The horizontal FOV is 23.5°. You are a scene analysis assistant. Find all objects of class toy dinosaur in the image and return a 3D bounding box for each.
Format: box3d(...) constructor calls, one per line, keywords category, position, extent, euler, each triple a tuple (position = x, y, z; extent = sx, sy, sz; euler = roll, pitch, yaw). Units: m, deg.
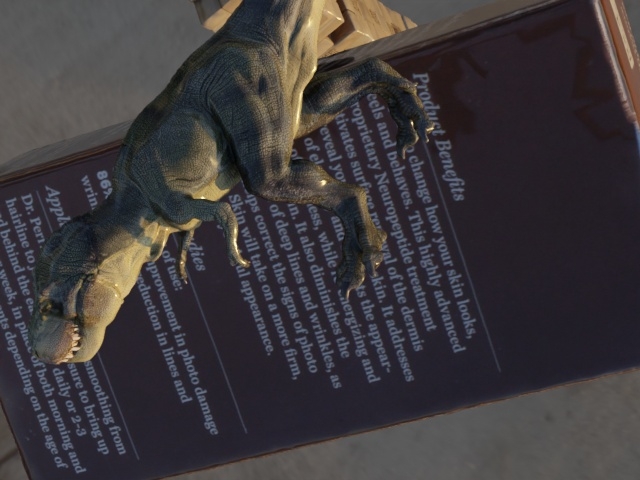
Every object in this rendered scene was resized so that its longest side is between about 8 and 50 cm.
box3d(category="toy dinosaur", position=(-0.015, -0.050, 0.640), extent=(0.118, 0.064, 0.268), euler=(32, 75, -13))

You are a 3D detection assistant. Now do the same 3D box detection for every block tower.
box3d(category="block tower", position=(-0.009, -0.229, 1.613), extent=(0.097, 0.335, 0.091), euler=(-36, 56, 25))

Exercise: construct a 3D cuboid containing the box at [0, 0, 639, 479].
box3d(category="box", position=(0.000, 0.000, 0.842), extent=(0.381, 0.143, 0.191), euler=(-15, 101, 19))
